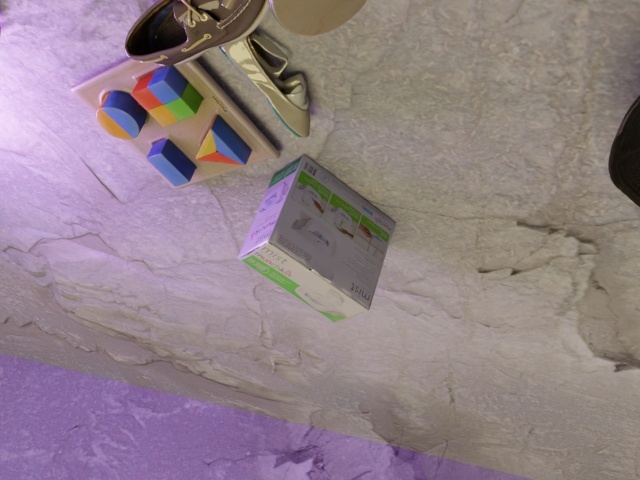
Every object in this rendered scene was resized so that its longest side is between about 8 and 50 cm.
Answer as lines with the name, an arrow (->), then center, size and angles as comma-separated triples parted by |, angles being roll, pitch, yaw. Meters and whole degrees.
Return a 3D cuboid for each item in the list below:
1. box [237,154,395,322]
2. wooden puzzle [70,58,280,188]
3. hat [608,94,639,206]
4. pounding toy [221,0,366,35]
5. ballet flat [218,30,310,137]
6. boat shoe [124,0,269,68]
box -> 0.000, 0.000, 1.670 | 0.262, 0.231, 0.127 | 35, 145, -23
wooden puzzle -> -0.300, -0.224, 1.643 | 0.348, 0.080, 0.322 | -10, 138, 39
hat -> 0.564, -0.187, 1.167 | 0.331, 0.134, 0.331 | 0, 138, 0
pounding toy -> -0.034, -0.407, 1.181 | 0.237, 0.110, 0.183 | 3, 132, -45
ballet flat -> -0.075, -0.282, 1.440 | 0.086, 0.086, 0.248 | -13, 134, 41
boat shoe -> -0.201, -0.366, 1.327 | 0.324, 0.097, 0.116 | -15, 93, 46
